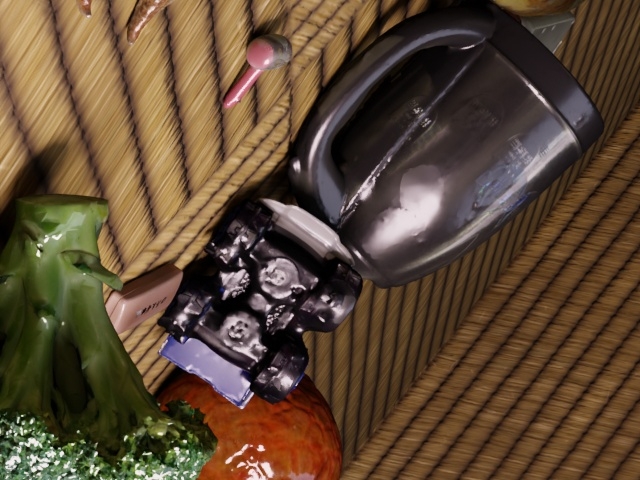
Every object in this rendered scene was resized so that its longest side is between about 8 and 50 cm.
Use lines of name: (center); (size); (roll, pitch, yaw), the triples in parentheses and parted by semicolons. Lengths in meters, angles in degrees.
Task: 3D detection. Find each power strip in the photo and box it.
power strip: (0.275, -0.264, 2.368); (0.118, 0.046, 0.270); (-56, 168, 22)

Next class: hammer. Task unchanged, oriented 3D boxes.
hammer: (-0.061, -0.148, 1.533); (0.083, 0.031, 0.052); (-48, 168, 25)

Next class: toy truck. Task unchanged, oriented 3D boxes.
toy truck: (-0.067, 0.059, 1.825); (0.213, 0.161, 0.177); (-54, -173, 4)

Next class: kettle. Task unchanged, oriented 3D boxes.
kettle: (0.106, -0.104, 1.892); (0.324, 0.228, 0.321); (-45, 142, -1)

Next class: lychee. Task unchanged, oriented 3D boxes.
lychee: (-0.093, 0.255, 1.985); (0.255, 0.255, 0.300); (113, -7, -45)

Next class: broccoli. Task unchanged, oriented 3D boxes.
broccoli: (-0.201, 0.098, 1.287); (0.269, 0.269, 0.254); (-55, 172, 7)

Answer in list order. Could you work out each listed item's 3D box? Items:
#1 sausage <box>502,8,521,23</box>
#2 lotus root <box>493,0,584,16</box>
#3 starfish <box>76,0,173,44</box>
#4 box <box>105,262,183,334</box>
sausage: (0.199, -0.221, 2.228); (0.177, 0.040, 0.047); (-54, 168, 8)
lotus root: (0.229, -0.318, 1.827); (0.275, 0.152, 0.160); (-28, 134, -70)
starfish: (-0.084, -0.221, 1.191); (0.213, 0.057, 0.238); (-35, 158, -36)
box: (-0.173, 0.057, 1.671); (0.048, 0.025, 0.115); (-58, 167, 25)
